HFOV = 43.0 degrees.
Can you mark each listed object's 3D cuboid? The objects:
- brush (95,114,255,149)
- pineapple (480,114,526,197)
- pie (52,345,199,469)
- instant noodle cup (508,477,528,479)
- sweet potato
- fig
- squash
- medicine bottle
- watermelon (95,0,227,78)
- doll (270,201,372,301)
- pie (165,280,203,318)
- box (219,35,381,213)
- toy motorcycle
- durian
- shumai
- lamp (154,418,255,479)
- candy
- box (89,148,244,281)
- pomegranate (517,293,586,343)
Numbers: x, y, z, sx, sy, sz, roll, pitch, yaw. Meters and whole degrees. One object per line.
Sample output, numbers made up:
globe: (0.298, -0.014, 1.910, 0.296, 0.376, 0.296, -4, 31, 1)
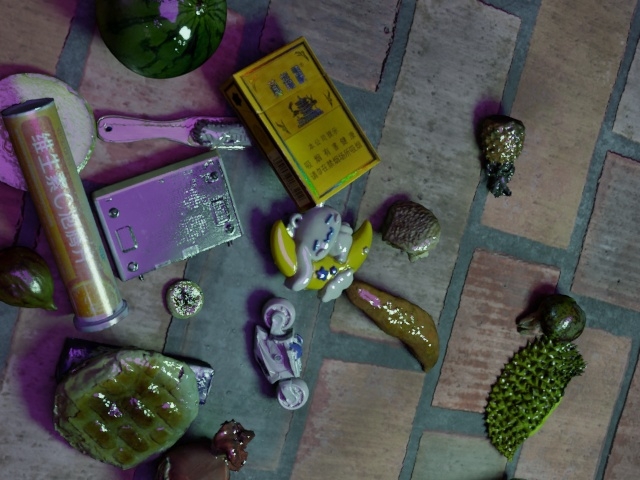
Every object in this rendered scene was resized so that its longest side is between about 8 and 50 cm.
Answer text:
brush: (-0.271, -0.213, 1.594, 0.327, 0.065, 0.070, -1, 102, -25)
pineapple: (0.427, -0.196, 1.924, 0.108, 0.108, 0.198, -11, 115, -24)
pie: (-0.376, 0.327, 1.581, 0.306, 0.071, 0.307, -8, 123, -13)
instant noodle cup: (0.395, 0.741, 1.992, 0.307, 0.294, 0.294, 1, 99, -19)
sweet potato: (0.191, 0.184, 1.870, 0.106, 0.095, 0.354, -38, 123, 12)
fig: (-0.542, 0.082, 1.494, 0.109, 0.103, 0.155, -18, 124, 16)
squash: (-0.521, -0.199, 1.483, 0.219, 0.041, 0.219, -5, 101, -26)
medicine bottle: (-0.463, -0.040, 1.472, 0.108, 0.108, 0.426, -23, 116, -21)
watermelon: (-0.283, -0.411, 1.450, 0.242, 0.242, 0.243, -5, 101, -25)
doll: (0.000, 0.000, 1.734, 0.237, 0.111, 0.252, 33, 85, -25)
pie: (-0.279, 0.120, 1.670, 0.084, 0.021, 0.084, -5, 102, -25)
box: (-0.038, -0.232, 1.631, 0.192, 0.084, 0.302, -36, 97, -30)
toy motorcycle: (-0.089, 0.246, 1.754, 0.112, 0.112, 0.255, -14, 104, -23)
durian: (0.545, 0.390, 2.093, 0.352, 0.158, 0.169, -52, 151, -9)
shumai: (0.206, -0.006, 1.843, 0.145, 0.145, 0.116, -34, 149, -17)
lamp: (-0.252, 0.468, 1.661, 0.151, 0.215, 0.223, 32, 62, 5)
candy: (-0.367, 0.265, 1.630, 0.312, 0.061, 0.088, 14, 95, -27)
box: (-0.298, -0.046, 1.614, 0.270, 0.045, 0.211, -21, 109, -21)
pomegranate: (0.586, 0.193, 2.056, 0.163, 0.138, 0.126, 8, 108, 4)
